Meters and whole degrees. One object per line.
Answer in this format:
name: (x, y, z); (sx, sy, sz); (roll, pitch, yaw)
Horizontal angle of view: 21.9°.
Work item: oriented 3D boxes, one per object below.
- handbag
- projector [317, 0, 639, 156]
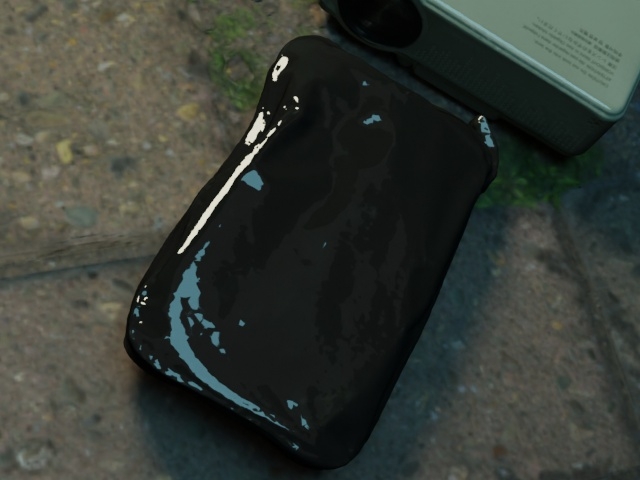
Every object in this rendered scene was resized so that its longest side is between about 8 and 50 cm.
handbag: (0.001, -0.002, 1.199); (0.191, 0.075, 0.332); (31, 58, -4)
projector: (0.144, -0.204, 1.336); (0.257, 0.099, 0.192); (31, 58, -5)
